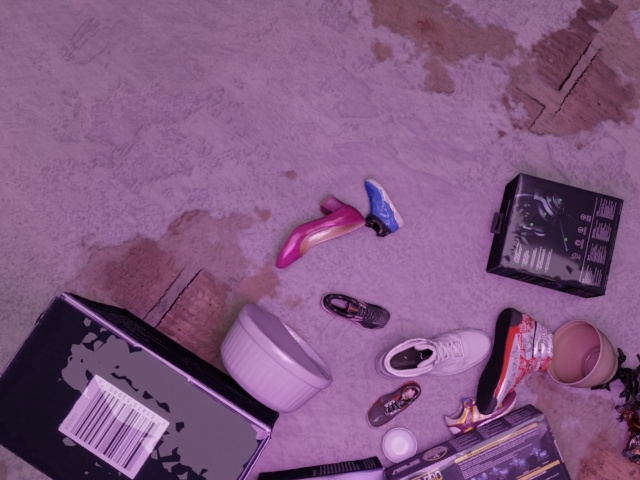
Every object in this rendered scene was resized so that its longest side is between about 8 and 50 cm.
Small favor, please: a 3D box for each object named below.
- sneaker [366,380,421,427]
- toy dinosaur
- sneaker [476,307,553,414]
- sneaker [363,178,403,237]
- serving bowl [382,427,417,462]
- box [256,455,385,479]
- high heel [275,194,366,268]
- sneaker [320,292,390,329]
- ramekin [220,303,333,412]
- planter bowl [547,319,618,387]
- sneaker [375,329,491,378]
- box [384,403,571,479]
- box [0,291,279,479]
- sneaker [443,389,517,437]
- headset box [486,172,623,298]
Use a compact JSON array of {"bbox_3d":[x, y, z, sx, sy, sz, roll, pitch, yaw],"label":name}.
[{"bbox_3d":[0.178,0.395,1.638,0.158,0.065,0.061,-38,83,-7],"label":"sneaker"},{"bbox_3d":[0.795,0.372,1.638,0.218,0.164,0.322,29,62,-11],"label":"toy dinosaur"},{"bbox_3d":[0.476,0.308,1.622,0.145,0.090,0.270,25,70,-13],"label":"sneaker"},{"bbox_3d":[0.138,-0.079,1.721,0.085,0.058,0.152,-32,89,-15],"label":"sneaker"},{"bbox_3d":[0.191,0.496,1.640,0.083,0.027,0.083,0,80,-2],"label":"serving bowl"},{"bbox_3d":[0.014,0.671,1.532,0.294,0.183,0.296,-8,80,-1],"label":"box"},{"bbox_3d":[0.000,0.000,1.691,0.117,0.082,0.244,36,68,20],"label":"high heel"},{"bbox_3d":[0.085,0.176,1.668,0.178,0.077,0.072,13,82,0],"label":"sneaker"},{"bbox_3d":[-0.111,0.279,1.561,0.273,0.273,0.127,40,94,5],"label":"ramekin"},{"bbox_3d":[0.644,0.287,1.631,0.109,0.162,0.162,26,80,-23],"label":"planter bowl"},{"bbox_3d":[0.284,0.275,1.610,0.293,0.169,0.108,-13,79,-5],"label":"sneaker"},{"bbox_3d":[0.386,0.608,1.564,0.395,0.097,0.318,-24,95,-4],"label":"box"},{"bbox_3d":[-0.361,0.369,1.427,0.480,0.472,0.297,32,82,4],"label":"box"},{"bbox_3d":[0.389,0.406,1.639,0.185,0.069,0.084,-36,88,-8],"label":"sneaker"},{"bbox_3d":[0.569,-0.011,1.681,0.283,0.131,0.246,14,81,1],"label":"headset box"}]
